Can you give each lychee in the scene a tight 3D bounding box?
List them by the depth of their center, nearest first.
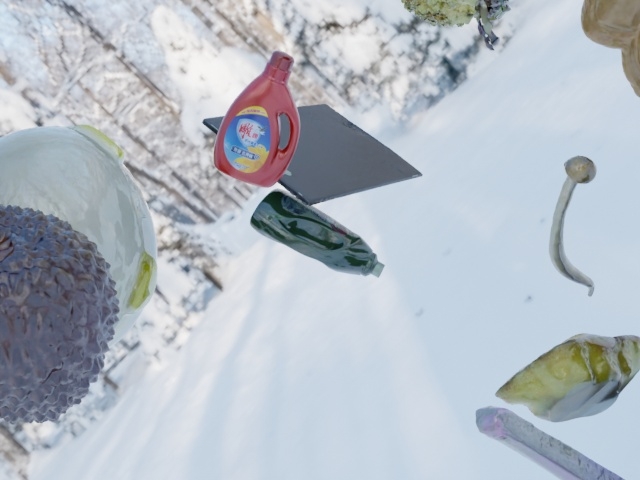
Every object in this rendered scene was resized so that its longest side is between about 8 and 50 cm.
[{"bbox_3d":[-0.358,0.100,0.971,0.271,0.271,0.271,-45,6,6],"label":"lychee"}]

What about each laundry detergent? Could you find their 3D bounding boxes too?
[{"bbox_3d":[-0.067,-0.150,1.005,0.049,0.097,0.165,-92,25,-66],"label":"laundry detergent"},{"bbox_3d":[0.000,0.000,1.248,0.063,0.211,0.137,-61,-6,18],"label":"laundry detergent"}]

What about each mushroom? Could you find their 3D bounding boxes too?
[{"bbox_3d":[0.359,-0.002,1.161,0.068,0.306,0.043,-2,48,14],"label":"mushroom"}]

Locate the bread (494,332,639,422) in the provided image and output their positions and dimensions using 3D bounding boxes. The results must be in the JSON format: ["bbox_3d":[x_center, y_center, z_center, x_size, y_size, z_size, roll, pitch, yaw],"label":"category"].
[{"bbox_3d":[0.365,0.199,1.171,0.233,0.088,0.160,9,-51,-40],"label":"bread"}]

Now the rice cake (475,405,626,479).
[{"bbox_3d":[0.469,0.433,1.607,0.070,0.399,0.064,-31,31,58],"label":"rice cake"}]

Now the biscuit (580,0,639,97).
[{"bbox_3d":[0.577,-0.312,1.207,0.051,0.376,0.269,-57,-17,-51],"label":"biscuit"}]

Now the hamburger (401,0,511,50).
[{"bbox_3d":[0.120,-0.324,0.870,0.139,0.261,0.243,-34,-11,8],"label":"hamburger"}]

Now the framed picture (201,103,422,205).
[{"bbox_3d":[-0.004,-0.153,1.357,0.324,0.244,0.013,-18,-40,-50],"label":"framed picture"}]

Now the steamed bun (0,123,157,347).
[{"bbox_3d":[-0.417,0.007,1.275,0.334,0.373,0.334,-18,-12,-4],"label":"steamed bun"}]
